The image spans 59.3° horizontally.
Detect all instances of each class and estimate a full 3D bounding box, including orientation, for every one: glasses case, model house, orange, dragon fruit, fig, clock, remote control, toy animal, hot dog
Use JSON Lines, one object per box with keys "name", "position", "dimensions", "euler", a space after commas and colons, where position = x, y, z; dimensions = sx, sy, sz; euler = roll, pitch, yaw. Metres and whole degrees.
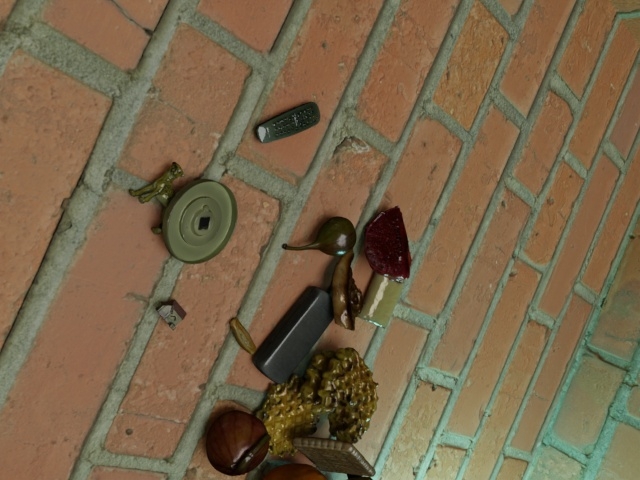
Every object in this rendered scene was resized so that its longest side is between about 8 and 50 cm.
{"name": "glasses case", "position": [-0.075, 0.298, 1.785], "dimensions": [0.323, 0.074, 0.131], "euler": [-51, 126, -14]}
{"name": "model house", "position": [-0.405, 0.193, 1.526], "dimensions": [0.058, 0.057, 0.083], "euler": [-39, 121, -16]}
{"name": "orange", "position": [-0.088, 0.855, 1.799], "dimensions": [0.284, 0.284, 0.226], "euler": [-48, 130, -16]}
{"name": "dragon fruit", "position": [0.237, 0.048, 1.909], "dimensions": [0.211, 0.134, 0.262], "euler": [48, 37, -49]}
{"name": "fig", "position": [-0.243, 0.610, 1.673], "dimensions": [0.205, 0.205, 0.205], "euler": [-11, 109, -34]}
{"name": "fig", "position": [0.000, 0.000, 1.743], "dimensions": [0.236, 0.124, 0.124], "euler": [-13, 110, -21]}
{"name": "clock", "position": [-0.316, -0.048, 1.499], "dimensions": [0.235, 0.029, 0.235], "euler": [-28, 128, -43]}
{"name": "remote control", "position": [-0.092, -0.338, 1.619], "dimensions": [0.222, 0.042, 0.072], "euler": [-29, 118, -29]}
{"name": "toy animal", "position": [-0.390, -0.093, 1.451], "dimensions": [0.136, 0.073, 0.181], "euler": [-37, 122, -26]}
{"name": "hot dog", "position": [-0.236, 0.291, 1.694], "dimensions": [0.044, 0.028, 0.137], "euler": [-60, 135, -41]}

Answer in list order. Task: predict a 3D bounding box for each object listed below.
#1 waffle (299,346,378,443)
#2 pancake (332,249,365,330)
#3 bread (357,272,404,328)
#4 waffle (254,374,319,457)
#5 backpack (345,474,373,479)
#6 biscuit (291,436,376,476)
{"name": "waffle", "position": [0.070, 0.513, 1.870], "dimensions": [0.261, 0.151, 0.324], "euler": [-57, 136, -30]}
{"name": "pancake", "position": [0.087, 0.176, 1.827], "dimensions": [0.212, 0.056, 0.257], "euler": [-53, 129, -52]}
{"name": "bread", "position": [0.214, 0.211, 1.982], "dimensions": [0.139, 0.060, 0.178], "euler": [24, 88, -38]}
{"name": "waffle", "position": [-0.100, 0.583, 1.854], "dimensions": [0.262, 0.060, 0.280], "euler": [-51, 126, -14]}
{"name": "backpack", "position": [0.071, 0.973, 1.931], "dimensions": [0.201, 0.353, 0.378], "euler": [57, 35, -9]}
{"name": "biscuit", "position": [0.050, 0.722, 1.881], "dimensions": [0.325, 0.217, 0.044], "euler": [60, 33, -49]}
